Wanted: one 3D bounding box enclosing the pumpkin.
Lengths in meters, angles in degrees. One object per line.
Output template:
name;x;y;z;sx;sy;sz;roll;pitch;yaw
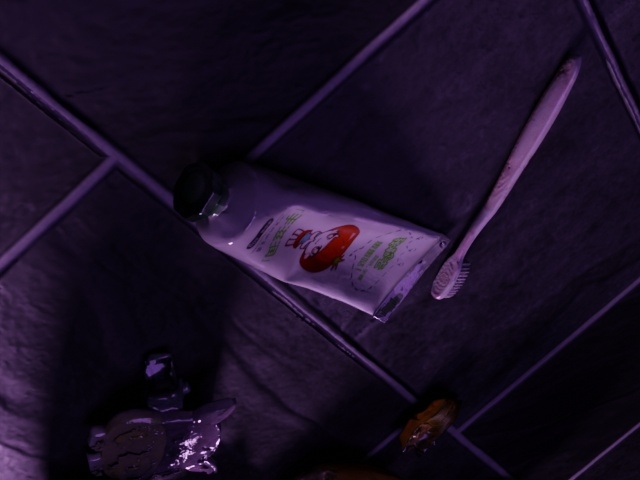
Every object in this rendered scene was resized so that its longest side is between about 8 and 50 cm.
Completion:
pumpkin;0.140;0.235;1.121;0.101;0.035;0.073;-50;144;9

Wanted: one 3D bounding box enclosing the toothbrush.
toothbrush;0.198;-0.059;0.925;0.029;0.025;0.307;2;124;-40

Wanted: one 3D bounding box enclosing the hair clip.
hair clip;-0.169;0.198;0.904;0.146;0.056;0.187;-2;129;-19

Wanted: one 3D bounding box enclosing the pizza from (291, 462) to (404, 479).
pizza;-0.030;0.392;1.122;0.297;0.071;0.189;-41;138;14

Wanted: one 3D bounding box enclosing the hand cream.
hand cream;0.000;0.000;0.843;0.336;0.076;0.121;22;114;-46
